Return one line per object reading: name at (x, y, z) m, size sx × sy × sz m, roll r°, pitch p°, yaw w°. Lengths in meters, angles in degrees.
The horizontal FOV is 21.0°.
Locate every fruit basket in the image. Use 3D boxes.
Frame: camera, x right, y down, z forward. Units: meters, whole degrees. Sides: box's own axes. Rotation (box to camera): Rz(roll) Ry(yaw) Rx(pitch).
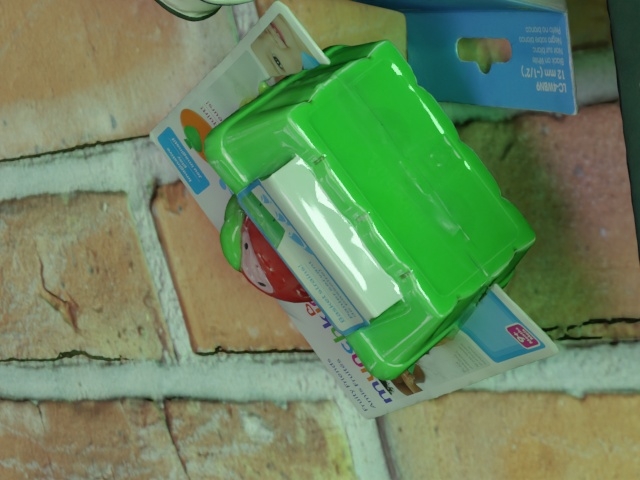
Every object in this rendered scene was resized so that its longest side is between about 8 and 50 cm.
fruit basket at (0.000, 0.000, 1.376) m, size 0.327 × 0.165 × 0.353 m, roll 53°, pitch 149°, yaw -3°

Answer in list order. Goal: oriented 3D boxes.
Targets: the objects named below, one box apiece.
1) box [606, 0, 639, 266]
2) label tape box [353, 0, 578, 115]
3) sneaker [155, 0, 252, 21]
box at (0.304, -0.164, 0.818) m, size 0.293 × 0.212 × 0.395 m, roll -30°, pitch 57°, yaw 51°
label tape box at (0.048, -0.251, 1.211) m, size 0.249 × 0.115 × 0.347 m, roll -162°, pitch 59°, yaw -66°
sneaker at (-0.142, -0.298, 1.328) m, size 0.315 × 0.127 × 0.182 m, roll 68°, pitch 159°, yaw 5°
